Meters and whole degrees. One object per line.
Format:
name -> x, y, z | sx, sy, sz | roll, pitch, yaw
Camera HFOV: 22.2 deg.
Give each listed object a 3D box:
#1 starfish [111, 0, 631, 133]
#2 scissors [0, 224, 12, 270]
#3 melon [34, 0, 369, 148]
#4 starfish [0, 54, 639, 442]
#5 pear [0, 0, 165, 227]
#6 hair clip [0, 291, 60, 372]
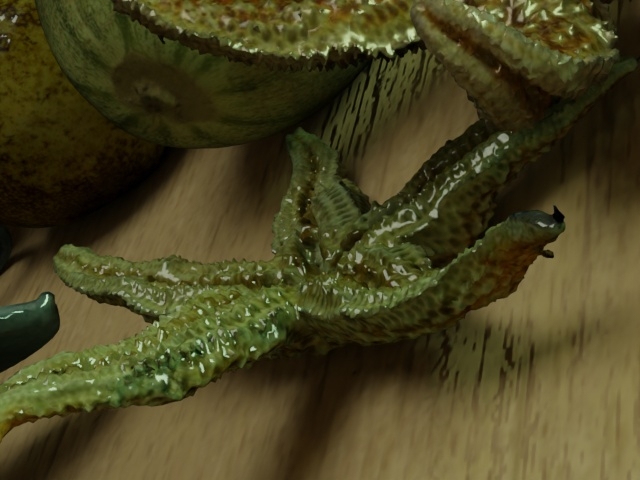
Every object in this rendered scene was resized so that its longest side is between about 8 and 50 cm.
starfish -> 0.068, -0.151, 0.786 | 0.303, 0.113, 0.312 | 28, 41, 37
scissors -> -0.363, 0.046, 1.076 | 0.256, 0.029, 0.383 | -46, -19, 1
melon -> -0.053, -0.200, 1.003 | 0.248, 0.248, 0.329 | -25, 32, 38
starfish -> 0.002, 0.002, 0.792 | 0.347, 0.078, 0.358 | -24, 14, 17
pear -> -0.206, -0.111, 1.167 | 0.197, 0.197, 0.197 | -36, 26, 20
hair clip -> -0.326, 0.147, 0.868 | 0.318, 0.392, 0.238 | -25, 56, 34
